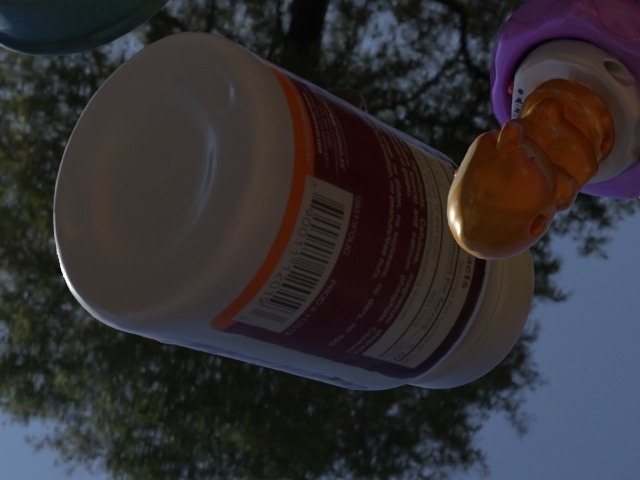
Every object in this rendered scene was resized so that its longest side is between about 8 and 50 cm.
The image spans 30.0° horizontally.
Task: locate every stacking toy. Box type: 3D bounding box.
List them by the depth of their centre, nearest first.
[{"bbox_3d":[0.147,-0.079,0.567,0.165,0.175,0.302,29,-131,27],"label":"stacking toy"}]

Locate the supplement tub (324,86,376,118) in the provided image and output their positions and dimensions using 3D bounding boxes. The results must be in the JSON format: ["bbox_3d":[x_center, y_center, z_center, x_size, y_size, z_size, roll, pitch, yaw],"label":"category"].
[{"bbox_3d":[0.031,-0.077,1.384,0.106,0.198,0.106,-8,-140,7],"label":"supplement tub"}]

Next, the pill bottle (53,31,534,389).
[{"bbox_3d":[0.000,0.000,0.980,0.392,0.224,0.224,22,-156,-48],"label":"pill bottle"}]

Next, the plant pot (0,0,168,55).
[{"bbox_3d":[-0.336,-0.432,1.307,0.341,0.334,0.341,-7,-114,15],"label":"plant pot"}]
